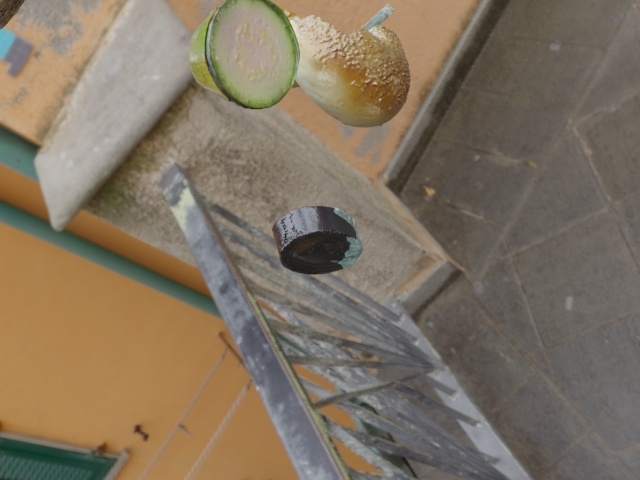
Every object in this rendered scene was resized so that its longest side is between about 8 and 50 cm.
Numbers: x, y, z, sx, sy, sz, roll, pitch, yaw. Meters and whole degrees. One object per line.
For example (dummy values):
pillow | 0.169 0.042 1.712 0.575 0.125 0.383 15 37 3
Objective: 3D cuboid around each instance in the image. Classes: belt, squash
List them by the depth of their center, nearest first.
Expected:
squash | -0.124 -0.287 1.048 0.123 0.170 0.170 17 79 52
belt | 0.000 0.000 1.365 0.151 0.198 0.078 -38 53 30

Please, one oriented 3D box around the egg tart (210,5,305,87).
egg tart | -0.120 -0.481 1.717 0.352 0.352 0.150 58 136 43

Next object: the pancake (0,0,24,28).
pancake | -0.639 -0.557 1.437 0.356 0.065 0.356 -46 27 32

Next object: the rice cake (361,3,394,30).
rice cake | 0.125 -0.485 1.497 0.021 0.022 0.121 -51 14 -19

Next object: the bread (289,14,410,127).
bread | 0.073 -0.326 1.357 0.171 0.314 0.192 -37 59 35
